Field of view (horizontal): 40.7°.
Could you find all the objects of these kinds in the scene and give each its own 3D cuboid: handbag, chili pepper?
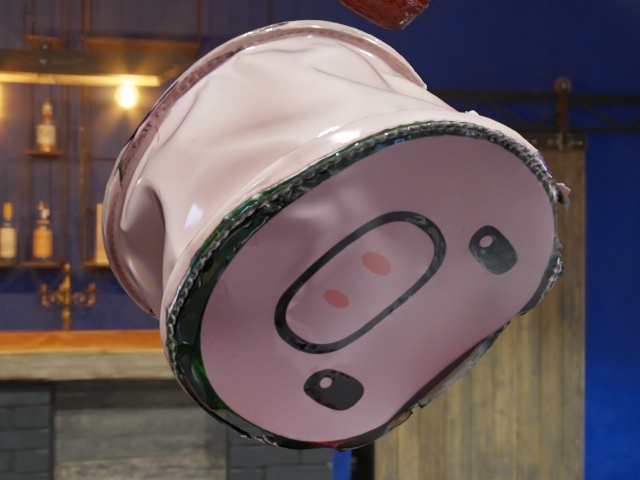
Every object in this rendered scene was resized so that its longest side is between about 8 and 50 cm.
[{"bbox_3d":[0.000,0.001,0.423,0.179,0.205,0.116,39,13,-36],"label":"handbag"},{"bbox_3d":[0.025,-0.212,0.654,0.123,0.073,0.070,33,-38,-21],"label":"chili pepper"}]
